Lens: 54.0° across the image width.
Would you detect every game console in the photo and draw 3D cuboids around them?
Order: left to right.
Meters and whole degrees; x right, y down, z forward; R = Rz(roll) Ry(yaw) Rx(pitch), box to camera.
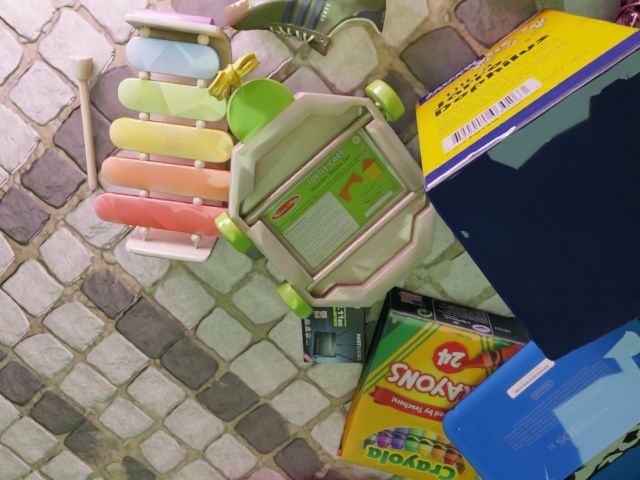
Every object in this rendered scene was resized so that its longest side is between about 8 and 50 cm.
[{"bbox_3d":[0.361,0.238,0.851,0.293,0.173,0.250,-47,73,18],"label":"game console"}]

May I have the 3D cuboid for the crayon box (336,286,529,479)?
[{"bbox_3d":[0.154,0.244,0.925,0.202,0.081,0.319,14,113,0],"label":"crayon box"}]

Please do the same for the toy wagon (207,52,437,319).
[{"bbox_3d":[-0.002,-0.078,0.774,0.267,0.068,0.344,-41,109,-1],"label":"toy wagon"}]

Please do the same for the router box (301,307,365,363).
[{"bbox_3d":[0.019,0.118,0.910,0.092,0.038,0.123,-1,112,6],"label":"router box"}]

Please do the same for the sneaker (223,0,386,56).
[{"bbox_3d":[-0.014,-0.259,0.745,0.192,0.064,0.086,-13,105,8],"label":"sneaker"}]

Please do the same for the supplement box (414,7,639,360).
[{"bbox_3d":[0.229,-0.086,0.632,0.195,0.356,0.194,-34,105,19],"label":"supplement box"}]

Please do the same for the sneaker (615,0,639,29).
[{"bbox_3d":[0.327,-0.274,0.656,0.281,0.106,0.162,41,101,0],"label":"sneaker"}]

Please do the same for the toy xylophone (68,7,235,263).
[{"bbox_3d":[-0.213,-0.129,0.812,0.236,0.081,0.323,1,112,6],"label":"toy xylophone"}]
